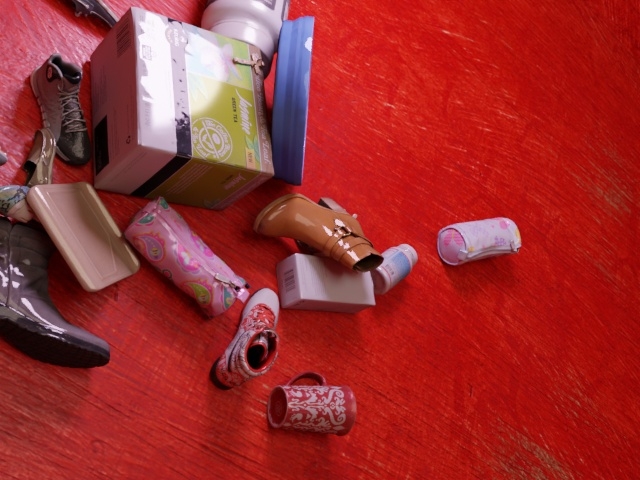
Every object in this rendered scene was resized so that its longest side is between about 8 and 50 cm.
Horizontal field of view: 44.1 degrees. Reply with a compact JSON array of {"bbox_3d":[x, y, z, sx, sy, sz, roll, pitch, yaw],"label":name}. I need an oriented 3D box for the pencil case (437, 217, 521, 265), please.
[{"bbox_3d":[0.460,0.004,2.282,0.273,0.113,0.124,-6,52,-40],"label":"pencil case"}]

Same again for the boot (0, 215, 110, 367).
[{"bbox_3d":[-0.515,0.086,1.449,0.338,0.118,0.222,31,48,-31],"label":"boot"}]

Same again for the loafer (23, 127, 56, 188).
[{"bbox_3d":[-0.556,-0.158,1.560,0.050,0.056,0.147,12,63,-43],"label":"loafer"}]

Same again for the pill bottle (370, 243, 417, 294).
[{"bbox_3d":[0.181,0.070,2.042,0.160,0.087,0.087,-33,92,-43],"label":"pill bottle"}]

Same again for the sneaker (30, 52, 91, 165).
[{"bbox_3d":[-0.511,-0.273,1.597,0.086,0.132,0.228,-22,85,-43],"label":"sneaker"}]

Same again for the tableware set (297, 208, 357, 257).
[{"bbox_3d":[0.020,-0.021,1.983,0.194,0.039,0.128,-5,74,-41],"label":"tableware set"}]

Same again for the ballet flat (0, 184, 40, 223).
[{"bbox_3d":[-0.541,-0.061,1.458,0.070,0.070,0.188,64,7,2],"label":"ballet flat"}]

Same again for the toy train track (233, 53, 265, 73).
[{"bbox_3d":[-0.154,-0.392,1.732,0.083,0.014,0.048,-2,70,-42],"label":"toy train track"}]

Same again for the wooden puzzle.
[{"bbox_3d":[-0.455,-0.010,1.524,0.220,0.044,0.238,58,10,-3],"label":"wooden puzzle"}]

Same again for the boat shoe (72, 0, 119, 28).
[{"bbox_3d":[-0.531,-0.532,1.764,0.206,0.075,0.065,42,92,-24],"label":"boat shoe"}]

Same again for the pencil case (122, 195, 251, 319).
[{"bbox_3d":[-0.278,0.039,1.656,0.284,0.124,0.124,46,48,-12],"label":"pencil case"}]

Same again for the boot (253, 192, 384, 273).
[{"bbox_3d":[0.000,0.000,1.836,0.284,0.109,0.220,-2,43,-49],"label":"boot"}]

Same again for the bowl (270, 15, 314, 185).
[{"bbox_3d":[-0.066,-0.325,1.846,0.077,0.391,0.391,5,63,-2],"label":"bowl"}]

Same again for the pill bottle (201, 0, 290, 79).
[{"bbox_3d":[-0.181,-0.573,1.957,0.204,0.204,0.360,26,56,-29],"label":"pill bottle"}]

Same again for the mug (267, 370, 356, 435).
[{"bbox_3d":[-0.031,0.363,1.743,0.169,0.150,0.113,10,101,-32],"label":"mug"}]

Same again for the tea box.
[{"bbox_3d":[-0.301,-0.271,1.707,0.324,0.220,0.328,9,65,-39],"label":"tea box"}]

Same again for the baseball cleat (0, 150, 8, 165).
[{"bbox_3d":[-0.691,-0.172,1.459,0.206,0.072,0.109,31,67,-20],"label":"baseball cleat"}]

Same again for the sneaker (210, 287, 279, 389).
[{"bbox_3d":[-0.125,0.196,1.692,0.090,0.145,0.270,43,49,-16],"label":"sneaker"}]

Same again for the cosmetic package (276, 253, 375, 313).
[{"bbox_3d":[0.014,0.106,1.892,0.231,0.085,0.117,10,64,-38],"label":"cosmetic package"}]
